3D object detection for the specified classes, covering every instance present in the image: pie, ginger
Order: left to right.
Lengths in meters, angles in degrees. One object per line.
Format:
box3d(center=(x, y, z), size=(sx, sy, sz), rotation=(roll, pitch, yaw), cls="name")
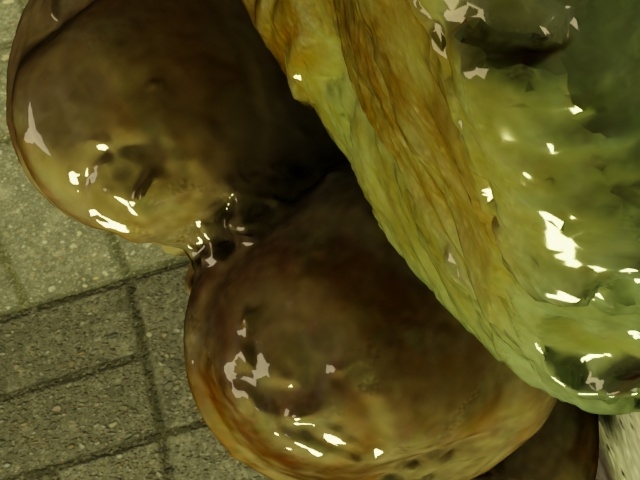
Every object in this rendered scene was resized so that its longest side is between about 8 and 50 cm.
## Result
box3d(center=(0.000, 0.000, 0.719), size=(0.304, 0.155, 0.244), rotation=(60, -167, 9), cls="ginger")
box3d(center=(0.022, -0.080, 0.501), size=(0.306, 0.071, 0.306), rotation=(60, 173, 13), cls="pie")
